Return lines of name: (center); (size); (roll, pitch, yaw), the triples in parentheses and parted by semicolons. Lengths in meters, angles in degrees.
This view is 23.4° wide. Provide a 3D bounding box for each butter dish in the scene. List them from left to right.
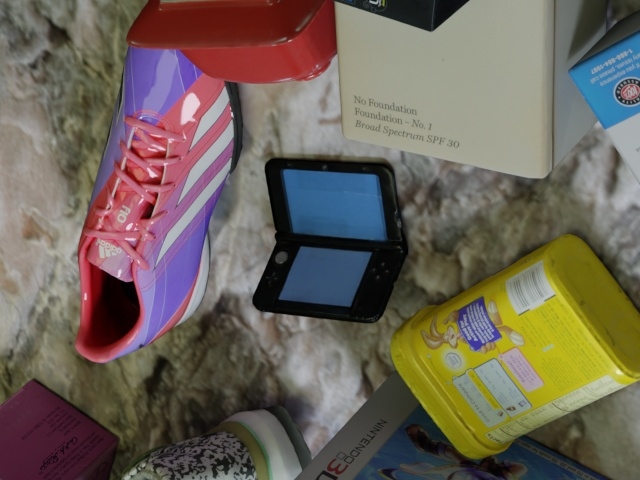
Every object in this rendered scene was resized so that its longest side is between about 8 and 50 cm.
butter dish: (-0.029, -0.164, 1.105); (0.160, 0.160, 0.118); (3, 142, 35)

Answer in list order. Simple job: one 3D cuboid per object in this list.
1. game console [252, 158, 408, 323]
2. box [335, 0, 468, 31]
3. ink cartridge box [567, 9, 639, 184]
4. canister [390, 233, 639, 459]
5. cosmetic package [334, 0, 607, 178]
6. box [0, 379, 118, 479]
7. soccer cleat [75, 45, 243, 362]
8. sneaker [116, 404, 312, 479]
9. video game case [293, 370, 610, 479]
game console: (0.000, 0.000, 1.223); (0.122, 0.107, 0.071); (5, 148, 33)
box: (0.047, -0.170, 0.934); (0.083, 0.062, 0.052); (21, 129, 23)
ink cartridge box: (0.279, -0.068, 0.974); (0.148, 0.086, 0.203); (-27, 101, 41)
canister: (0.152, 0.082, 1.166); (0.170, 0.073, 0.126); (-34, 95, 41)
cosmetic package: (0.097, -0.211, 0.994); (0.160, 0.113, 0.310); (13, 125, 28)
box: (-0.329, 0.302, 1.539); (0.117, 0.213, 0.243); (33, 131, 14)
soccer cleat: (-0.142, -0.035, 1.264); (0.108, 0.116, 0.318); (27, 130, 18)
sneaker: (-0.184, 0.273, 1.418); (0.410, 0.182, 0.158); (-44, 55, 39)
video game case: (0.110, 0.236, 1.174); (0.269, 0.244, 0.061); (26, 129, 19)
